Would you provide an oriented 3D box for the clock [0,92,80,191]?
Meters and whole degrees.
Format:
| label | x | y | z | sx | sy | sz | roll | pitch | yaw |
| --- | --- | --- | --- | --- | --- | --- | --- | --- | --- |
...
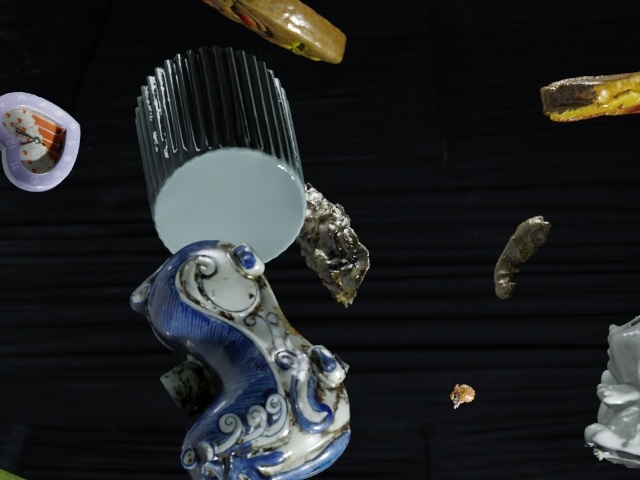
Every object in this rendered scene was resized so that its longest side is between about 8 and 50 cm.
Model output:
| label | x | y | z | sx | sy | sz | roll | pitch | yaw |
| --- | --- | --- | --- | --- | --- | --- | --- | --- | --- |
| clock | -0.566 | -0.199 | 1.576 | 0.172 | 0.064 | 0.198 | -28 | 95 | -38 |

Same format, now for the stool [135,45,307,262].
| label | x | y | z | sx | sy | sz | roll | pitch | yaw |
| --- | --- | --- | --- | --- | --- | --- | --- | --- | --- |
| stool | -0.175 | -0.140 | 1.387 | 0.330 | 0.297 | 0.297 | -107 | -171 | -52 |

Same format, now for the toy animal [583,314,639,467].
| label | x | y | z | sx | sy | sz | roll | pitch | yaw |
| --- | --- | --- | --- | --- | --- | --- | --- | --- | --- |
| toy animal | 0.555 | 0.261 | 1.325 | 0.249 | 0.174 | 0.289 | -2 | 101 | -65 |

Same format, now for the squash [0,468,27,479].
| label | x | y | z | sx | sy | sz | roll | pitch | yaw |
| --- | --- | --- | --- | --- | --- | --- | --- | --- | --- |
| squash | -0.173 | 0.266 | 0.418 | 0.263 | 0.384 | 0.263 | 17 | 90 | -83 |

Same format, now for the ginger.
| label | x | y | z | sx | sy | sz | roll | pitch | yaw |
| --- | --- | --- | --- | --- | --- | --- | --- | --- | --- |
| ginger | 0.378 | 0.029 | 1.506 | 0.069 | 0.051 | 0.173 | 34 | -79 | 57 |

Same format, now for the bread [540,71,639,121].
| label | x | y | z | sx | sy | sz | roll | pitch | yaw |
| --- | --- | --- | --- | --- | --- | --- | --- | --- | --- |
| bread | 0.516 | -0.260 | 1.421 | 0.271 | 0.139 | 0.077 | -15 | 103 | -45 |

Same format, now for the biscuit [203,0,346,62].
| label | x | y | z | sx | sy | sz | roll | pitch | yaw |
| --- | --- | --- | --- | --- | --- | --- | --- | --- | --- |
| biscuit | -0.141 | -0.411 | 1.338 | 0.350 | 0.394 | 0.070 | 23 | 102 | -44 |

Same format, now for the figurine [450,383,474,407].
| label | x | y | z | sx | sy | sz | roll | pitch | yaw |
| --- | --- | --- | --- | --- | --- | --- | --- | --- | --- |
| figurine | 0.338 | 0.375 | 1.909 | 0.109 | 0.047 | 0.064 | 108 | 8 | -71 |

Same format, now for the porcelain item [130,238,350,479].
| label | x | y | z | sx | sy | sz | roll | pitch | yaw |
| --- | --- | --- | --- | --- | --- | --- | --- | --- | --- |
| porcelain item | -0.095 | 0.134 | 0.833 | 0.288 | 0.186 | 0.138 | 51 | -14 | 22 |

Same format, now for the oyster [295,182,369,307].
| label | x | y | z | sx | sy | sz | roll | pitch | yaw |
| --- | --- | --- | --- | --- | --- | --- | --- | --- | --- |
| oyster | -0.008 | 0.011 | 1.781 | 0.396 | 0.111 | 0.204 | -124 | -150 | -41 |
